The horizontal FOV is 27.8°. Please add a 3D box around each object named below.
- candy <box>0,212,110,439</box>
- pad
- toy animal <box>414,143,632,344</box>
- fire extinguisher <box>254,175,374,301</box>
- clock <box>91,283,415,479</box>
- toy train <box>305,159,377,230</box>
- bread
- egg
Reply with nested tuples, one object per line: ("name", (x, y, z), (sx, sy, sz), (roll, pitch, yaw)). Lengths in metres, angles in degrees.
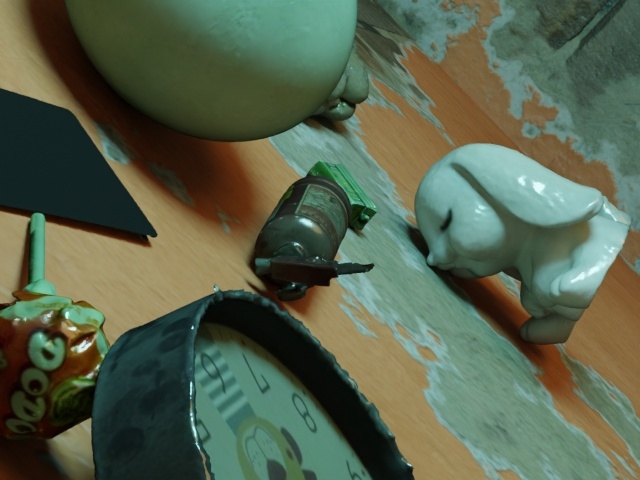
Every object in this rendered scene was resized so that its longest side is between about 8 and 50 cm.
("candy", (-0.178, 0.034, 0.799), (0.084, 0.078, 0.288), (-1, 20, -13))
("pad", (-0.245, -0.073, 0.979), (0.159, 0.009, 0.265), (53, 20, 27))
("toy animal", (0.248, -0.016, 1.664), (0.265, 0.206, 0.272), (30, -17, 12))
("fire extinguisher", (-0.006, -0.006, 1.204), (0.075, 0.106, 0.252), (62, 13, -10))
("clock", (-0.007, 0.168, 0.718), (0.313, 0.061, 0.313), (52, 17, -23))
("toy train", (0.022, -0.054, 1.519), (0.056, 0.038, 0.093), (12, 36, -51))
("bread", (-0.024, -0.252, 1.780), (0.183, 0.102, 0.337), (48, 18, 15))
("egg", (-0.111, -0.253, 1.261), (0.276, 0.276, 0.389), (28, 21, -44))
